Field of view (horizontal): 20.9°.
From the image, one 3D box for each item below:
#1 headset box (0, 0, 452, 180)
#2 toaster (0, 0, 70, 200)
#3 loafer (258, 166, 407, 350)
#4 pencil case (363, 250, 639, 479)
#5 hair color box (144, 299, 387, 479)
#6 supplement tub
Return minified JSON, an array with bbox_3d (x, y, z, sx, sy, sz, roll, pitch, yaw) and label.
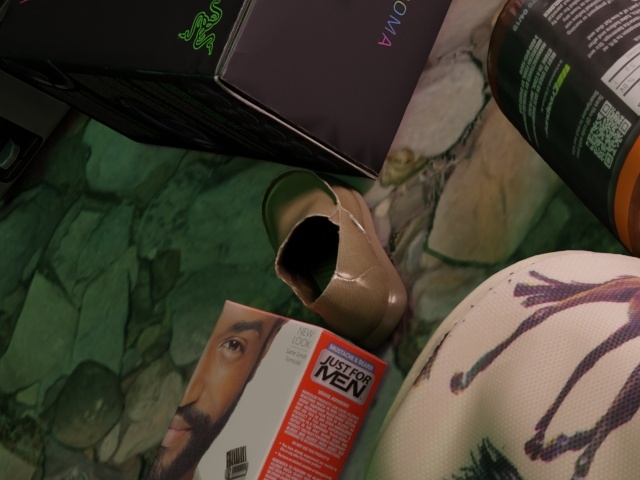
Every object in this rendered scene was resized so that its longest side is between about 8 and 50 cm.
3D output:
[{"bbox_3d":[-0.036,-0.181,1.035,0.283,0.131,0.246,14,78,52],"label":"headset box"},{"bbox_3d":[-0.247,-0.140,1.273,0.168,0.110,0.186,-50,38,12],"label":"toaster"},{"bbox_3d":[0.000,0.000,0.936,0.056,0.050,0.148,-52,37,11],"label":"loafer"},{"bbox_3d":[0.171,0.157,0.537,0.410,0.160,0.184,38,106,54],"label":"pencil case"},{"bbox_3d":[-0.042,0.122,0.900,0.093,0.053,0.167,12,74,53],"label":"hair color box"},{"bbox_3d":[0.156,-0.044,0.738,0.106,0.106,0.198,-50,38,14],"label":"supplement tub"}]
